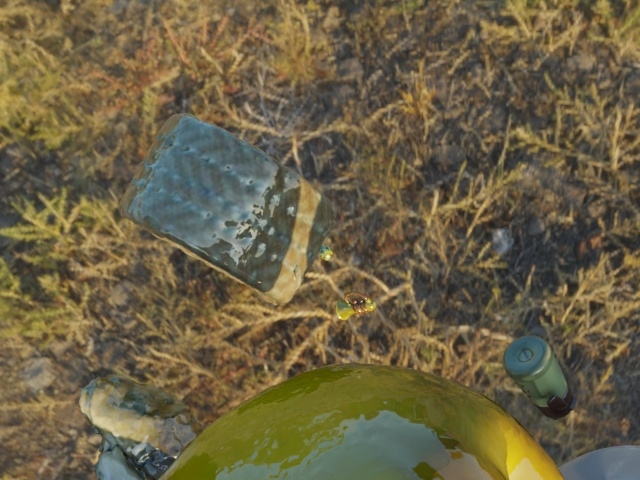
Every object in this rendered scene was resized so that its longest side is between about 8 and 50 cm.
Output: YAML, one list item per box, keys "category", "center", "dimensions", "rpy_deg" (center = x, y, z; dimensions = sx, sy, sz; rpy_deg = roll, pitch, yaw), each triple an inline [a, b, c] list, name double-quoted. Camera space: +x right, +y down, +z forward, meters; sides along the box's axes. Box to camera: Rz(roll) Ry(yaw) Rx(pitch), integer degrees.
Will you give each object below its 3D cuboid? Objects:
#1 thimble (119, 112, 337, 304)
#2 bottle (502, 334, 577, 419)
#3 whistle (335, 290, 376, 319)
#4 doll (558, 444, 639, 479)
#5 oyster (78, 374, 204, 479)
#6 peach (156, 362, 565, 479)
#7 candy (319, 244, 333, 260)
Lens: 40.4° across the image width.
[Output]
- category: "thimble"
  center: [-0.102, -0.036, 0.998]
  dimensions: [0.229, 0.196, 0.148]
  rpy_deg: [29, 85, -10]
- category: "bottle"
  center: [0.211, 0.137, 0.825]
  dimensions: [0.047, 0.101, 0.063]
  rpy_deg: [-20, 41, 23]
- category: "whistle"
  center: [0.079, 0.137, 1.919]
  dimensions: [0.046, 0.109, 0.057]
  rpy_deg: [-18, 86, -39]
- category: "doll"
  center: [0.294, 0.309, 0.760]
  dimensions: [0.221, 0.221, 0.251]
  rpy_deg: [-29, 19, -7]
- category: "oyster"
  center: [-0.163, 0.309, 1.019]
  dimensions: [0.110, 0.166, 0.341]
  rpy_deg: [-23, 83, 31]
- category: "peach"
  center: [0.026, 0.230, 0.629]
  dimensions: [0.308, 0.289, 0.289]
  rpy_deg: [-23, 56, 29]
- category: "candy"
  center: [0.000, 0.000, 1.492]
  dimensions: [0.023, 0.025, 0.083]
  rpy_deg: [-41, 52, 25]
